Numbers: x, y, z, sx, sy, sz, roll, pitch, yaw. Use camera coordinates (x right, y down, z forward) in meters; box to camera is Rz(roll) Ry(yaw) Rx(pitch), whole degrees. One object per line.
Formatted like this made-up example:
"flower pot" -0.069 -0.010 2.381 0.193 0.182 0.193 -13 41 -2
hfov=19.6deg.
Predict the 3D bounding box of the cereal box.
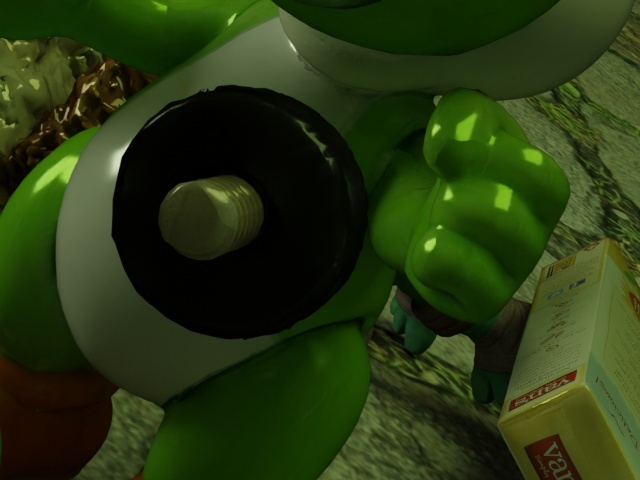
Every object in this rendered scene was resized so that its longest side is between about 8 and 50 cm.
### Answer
"cereal box" 0.146 0.108 0.837 0.173 0.047 0.240 62 17 -7

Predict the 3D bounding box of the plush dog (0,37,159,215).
"plush dog" -0.166 -0.081 0.772 0.263 0.210 0.225 4 36 0

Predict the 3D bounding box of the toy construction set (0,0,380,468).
"toy construction set" -0.163 0.021 0.360 0.309 0.257 0.237 12 8 10

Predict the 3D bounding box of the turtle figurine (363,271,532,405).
"turtle figurine" 0.000 0.000 0.886 0.234 0.118 0.175 28 22 -37

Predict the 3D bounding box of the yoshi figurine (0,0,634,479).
"yoshi figurine" -0.019 -0.037 0.543 0.204 0.362 0.203 27 20 -20
